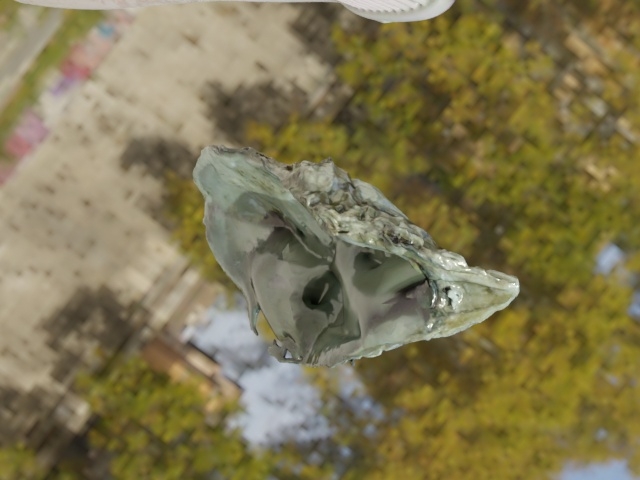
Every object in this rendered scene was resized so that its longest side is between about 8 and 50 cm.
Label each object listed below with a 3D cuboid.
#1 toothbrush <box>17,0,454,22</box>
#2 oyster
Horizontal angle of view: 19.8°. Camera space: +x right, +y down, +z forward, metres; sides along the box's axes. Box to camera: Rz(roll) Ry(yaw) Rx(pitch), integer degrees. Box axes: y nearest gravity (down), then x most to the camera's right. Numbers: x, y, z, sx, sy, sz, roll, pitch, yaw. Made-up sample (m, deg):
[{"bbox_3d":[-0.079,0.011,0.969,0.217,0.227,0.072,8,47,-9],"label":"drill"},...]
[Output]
[{"bbox_3d":[-0.058,-0.107,0.752,0.307,0.029,0.025,10,-94,50],"label":"toothbrush"},{"bbox_3d":[-0.003,0.001,1.169,0.087,0.199,0.252,-14,165,-34],"label":"oyster"}]
